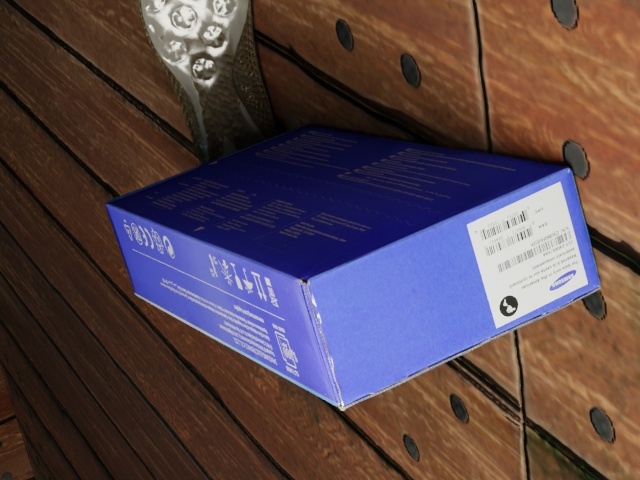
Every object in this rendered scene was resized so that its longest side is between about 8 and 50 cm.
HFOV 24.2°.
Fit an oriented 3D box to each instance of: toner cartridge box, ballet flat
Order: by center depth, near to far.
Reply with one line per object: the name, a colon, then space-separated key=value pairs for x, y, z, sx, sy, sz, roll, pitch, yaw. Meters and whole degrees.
toner cartridge box: x=0.000 y=0.000 z=0.908 sx=0.348 sy=0.165 sz=0.075 roll=19 pitch=127 yaw=65
ballet flat: x=-0.077 y=-0.133 z=1.113 sx=0.058 sy=0.084 sz=0.250 roll=-97 pitch=-9 yaw=-67
